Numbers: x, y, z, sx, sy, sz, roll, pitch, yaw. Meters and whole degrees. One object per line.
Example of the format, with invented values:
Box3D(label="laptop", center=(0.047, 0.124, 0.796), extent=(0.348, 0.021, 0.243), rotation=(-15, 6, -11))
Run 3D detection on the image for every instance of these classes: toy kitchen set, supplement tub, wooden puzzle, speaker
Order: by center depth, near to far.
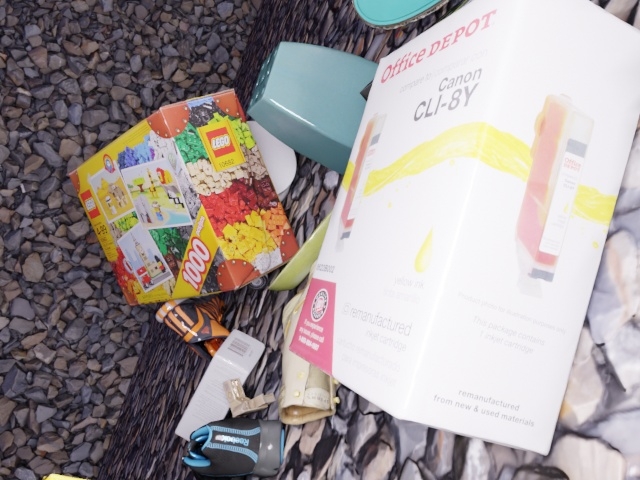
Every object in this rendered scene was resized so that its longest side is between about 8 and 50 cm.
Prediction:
Box3D(label="toy kitchen set", center=(-0.145, 0.287, 1.067), extent=(0.083, 0.068, 0.075), rotation=(-33, 68, 27))
Box3D(label="wooden puzzle", center=(0.167, -0.429, 1.094), extent=(0.083, 0.006, 0.049), rotation=(-70, 20, 0))
Box3D(label="speaker", center=(-0.158, 0.058, 1.394), extent=(0.055, 0.055, 0.136), rotation=(-59, 24, 26))
Box3D(label="supplement tub", center=(-0.211, -0.155, 1.475), extent=(0.316, 0.229, 0.228), rotation=(-30, 45, 60))

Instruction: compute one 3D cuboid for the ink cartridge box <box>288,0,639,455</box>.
Box3D(label="ink cartridge box", center=(0.132, -0.026, 0.593), extent=(0.279, 0.161, 0.384), rotation=(3, 74, 69))

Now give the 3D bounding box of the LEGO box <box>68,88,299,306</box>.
Box3D(label="LEGO box", center=(-0.326, -0.069, 1.298), extent=(0.500, 0.193, 0.372), rotation=(-14, 101, 47))

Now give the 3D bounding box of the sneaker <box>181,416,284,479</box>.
Box3D(label="sneaker", center=(-0.189, 0.383, 1.055), extent=(0.341, 0.140, 0.125), rotation=(-46, 34, 50))

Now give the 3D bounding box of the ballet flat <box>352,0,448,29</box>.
Box3D(label="ballet flat", center=(0.237, -0.517, 0.839), extent=(0.483, 0.164, 0.182), rotation=(-42, 12, 41))

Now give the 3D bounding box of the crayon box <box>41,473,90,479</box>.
Box3D(label="crayon box", center=(-0.148, 0.435, 0.585), extent=(0.106, 0.363, 0.312), rotation=(-42, 34, 53))

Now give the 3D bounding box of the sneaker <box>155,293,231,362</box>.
Box3D(label="sneaker", center=(-0.294, 0.231, 1.489), extent=(0.124, 0.180, 0.321), rotation=(-47, -10, 7))

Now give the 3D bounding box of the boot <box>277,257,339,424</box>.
Box3D(label="boot", center=(0.006, 0.146, 0.845), extent=(0.262, 0.095, 0.203), rotation=(-50, 28, 46))

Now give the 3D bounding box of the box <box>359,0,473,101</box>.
Box3D(label="box", center=(0.164, -0.279, 0.801), extent=(0.190, 0.045, 0.184), rotation=(-47, 14, -25))

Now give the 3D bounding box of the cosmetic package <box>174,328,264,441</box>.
Box3D(label="cosmetic package", center=(-0.212, 0.316, 1.209), extent=(0.231, 0.086, 0.117), rotation=(-63, -3, 23))

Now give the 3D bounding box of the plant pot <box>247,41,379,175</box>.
Box3D(label="plant pot", center=(0.006, -0.237, 0.999), extent=(0.165, 0.234, 0.165), rotation=(-5, 66, 67))

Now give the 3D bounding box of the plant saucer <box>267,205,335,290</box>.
Box3D(label="plant saucer", center=(0.000, 0.000, 0.967), extent=(0.241, 0.037, 0.241), rotation=(-51, 1, 1))
